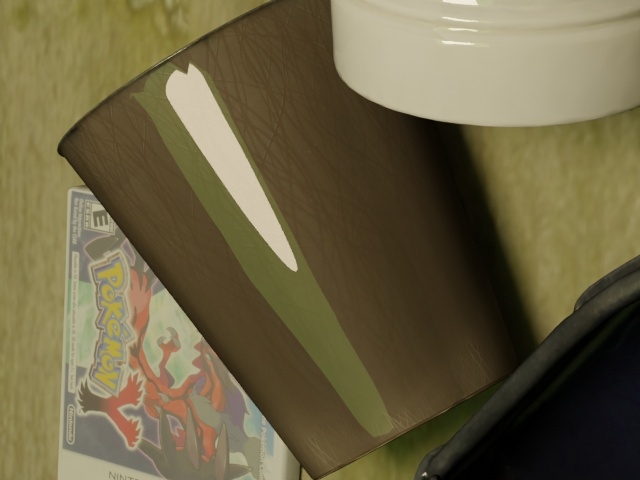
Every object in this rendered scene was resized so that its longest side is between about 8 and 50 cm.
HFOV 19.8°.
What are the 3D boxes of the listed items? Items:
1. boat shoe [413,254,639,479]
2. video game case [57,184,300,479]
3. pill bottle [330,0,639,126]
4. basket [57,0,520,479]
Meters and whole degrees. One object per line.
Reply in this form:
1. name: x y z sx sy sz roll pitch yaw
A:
1. boat shoe: 0.105 0.171 0.902 0.187 0.156 0.500 47 121 19
2. video game case: -0.088 0.077 1.142 0.183 0.023 0.201 11 102 34
3. pill bottle: 0.089 -0.270 0.817 0.229 0.229 0.407 17 121 33
4. basket: 0.000 0.000 0.993 0.204 0.154 0.227 -30 84 5
